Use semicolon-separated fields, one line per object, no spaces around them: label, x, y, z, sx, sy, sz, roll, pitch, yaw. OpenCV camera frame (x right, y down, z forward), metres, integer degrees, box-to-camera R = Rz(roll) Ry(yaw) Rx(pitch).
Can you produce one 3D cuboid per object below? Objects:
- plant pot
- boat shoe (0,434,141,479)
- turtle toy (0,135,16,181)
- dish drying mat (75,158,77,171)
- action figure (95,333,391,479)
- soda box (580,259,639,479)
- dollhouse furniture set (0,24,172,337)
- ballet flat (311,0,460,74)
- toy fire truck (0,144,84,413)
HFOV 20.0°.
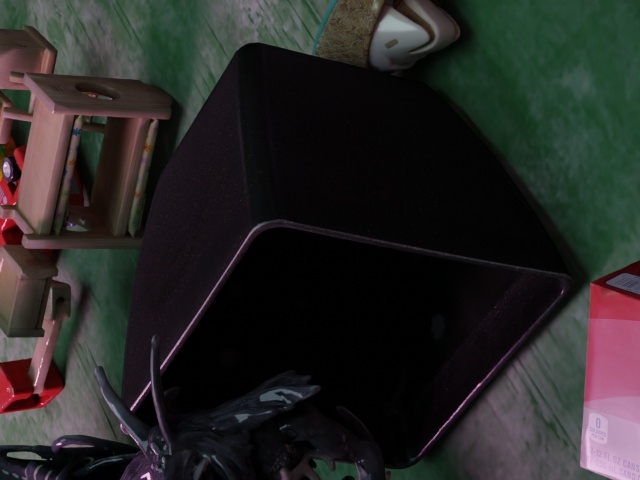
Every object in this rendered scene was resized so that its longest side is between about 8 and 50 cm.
plant pot;0.000;0.000;1.012;0.187;0.188;0.167;-54;35;41
boat shoe;-0.137;0.210;1.195;0.500;0.187;0.156;27;77;45
turtle toy;-0.299;-0.058;1.508;0.095;0.066;0.130;34;126;4
dish drying mat;-0.199;-0.068;1.424;0.032;0.008;0.083;-3;87;55
action figure;-0.009;0.168;0.938;0.164;0.275;0.141;-34;29;33
soda box;0.230;0.079;0.704;0.263;0.083;0.092;18;117;42
dollhouse furniture set;-0.197;-0.046;1.345;0.161;0.101;0.182;43;124;50
ballet flat;0.056;-0.148;1.015;0.067;0.073;0.206;47;132;26
toy fire truck;-0.227;0.032;1.421;0.135;0.047;0.192;61;137;28
